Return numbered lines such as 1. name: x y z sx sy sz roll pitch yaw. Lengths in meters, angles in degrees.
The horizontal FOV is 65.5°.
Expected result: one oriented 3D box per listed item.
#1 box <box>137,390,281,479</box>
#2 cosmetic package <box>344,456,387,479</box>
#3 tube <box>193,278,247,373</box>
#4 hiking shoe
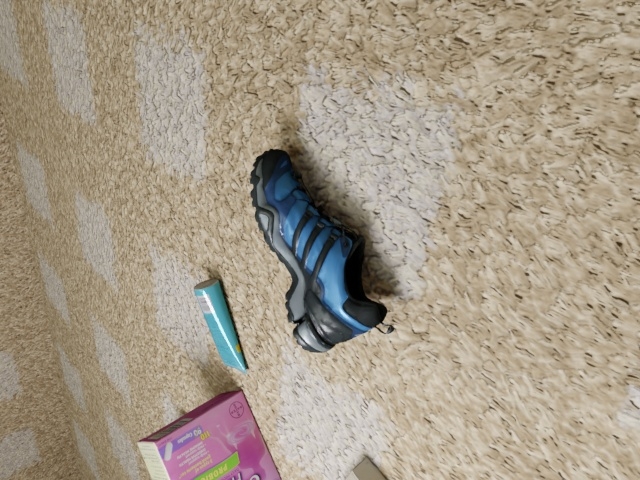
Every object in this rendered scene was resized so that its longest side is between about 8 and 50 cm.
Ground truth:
1. box: -0.230 0.483 1.062 0.117 0.214 0.242 -27 86 50
2. cosmetic package: 0.067 0.428 0.847 0.060 0.041 0.115 43 134 27
3. tube: -0.207 0.183 1.039 0.080 0.052 0.206 6 116 51
4. hiking shoe: 0.000 0.000 0.713 0.132 0.113 0.303 -22 83 19
